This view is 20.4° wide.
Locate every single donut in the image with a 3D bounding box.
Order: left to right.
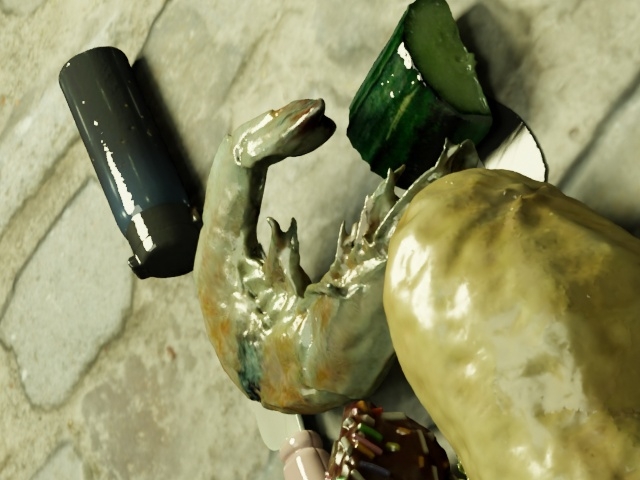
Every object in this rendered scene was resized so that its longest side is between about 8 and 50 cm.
[{"bbox_3d":[0.040,0.227,1.281,0.230,0.096,0.216,101,179,-63],"label":"donut"}]

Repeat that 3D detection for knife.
[{"bbox_3d":[-0.027,0.151,1.506,0.081,0.043,0.336,-54,43,43],"label":"knife"}]

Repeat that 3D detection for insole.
[{"bbox_3d":[0.124,-0.083,1.339,0.152,0.002,0.053,47,123,42],"label":"insole"}]

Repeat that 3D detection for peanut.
[{"bbox_3d":[0.176,0.104,1.137,0.192,0.169,0.387,-55,52,33],"label":"peanut"}]

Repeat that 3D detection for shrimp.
[{"bbox_3d":[0.000,0.000,1.380,0.360,0.085,0.247,-41,69,48],"label":"shrimp"}]

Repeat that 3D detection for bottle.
[{"bbox_3d":[-0.172,-0.073,1.662,0.072,0.082,0.244,68,178,-59],"label":"bottle"}]

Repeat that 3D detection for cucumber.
[{"bbox_3d":[0.071,-0.108,1.354,0.115,0.062,0.116,-58,46,47],"label":"cucumber"}]

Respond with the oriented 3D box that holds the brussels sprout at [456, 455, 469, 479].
[{"bbox_3d":[0.127,0.175,1.274,0.085,0.058,0.085,-179,90,-87],"label":"brussels sprout"}]
